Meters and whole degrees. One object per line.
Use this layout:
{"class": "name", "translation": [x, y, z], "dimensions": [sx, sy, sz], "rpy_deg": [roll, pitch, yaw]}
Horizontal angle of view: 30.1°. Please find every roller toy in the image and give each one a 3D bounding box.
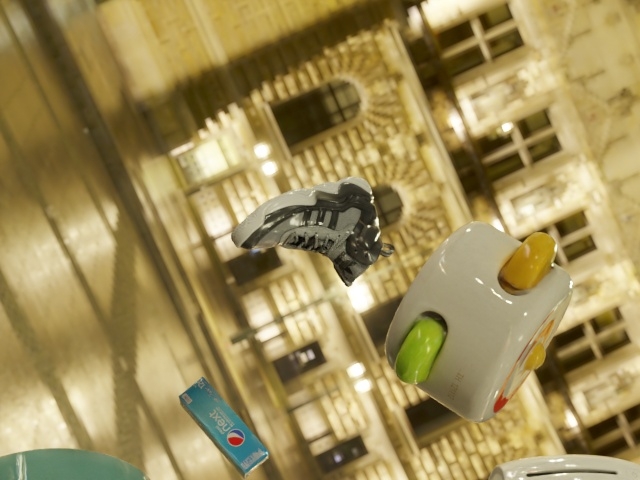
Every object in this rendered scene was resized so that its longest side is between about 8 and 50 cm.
{"class": "roller toy", "translation": [0.177, 0.088, 1.273], "dimensions": [0.146, 0.209, 0.191], "rpy_deg": [33, -6, 19]}

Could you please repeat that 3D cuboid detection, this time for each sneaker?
{"class": "sneaker", "translation": [0.000, 0.000, 1.812], "dimensions": [0.153, 0.268, 0.101], "rpy_deg": [60, -39, 15]}

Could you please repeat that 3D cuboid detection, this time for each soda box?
{"class": "soda box", "translation": [-0.197, 0.382, 2.421], "dimensions": [0.210, 0.067, 0.071], "rpy_deg": [48, -18, 12]}

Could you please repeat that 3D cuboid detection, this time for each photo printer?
{"class": "photo printer", "translation": [0.368, 0.449, 1.874], "dimensions": [0.107, 0.256, 0.307], "rpy_deg": [-98, -168, -45]}

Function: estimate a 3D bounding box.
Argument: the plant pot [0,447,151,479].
{"class": "plant pot", "translation": [-0.331, 0.436, 1.448], "dimensions": [0.235, 0.293, 0.293], "rpy_deg": [-104, 175, -45]}
